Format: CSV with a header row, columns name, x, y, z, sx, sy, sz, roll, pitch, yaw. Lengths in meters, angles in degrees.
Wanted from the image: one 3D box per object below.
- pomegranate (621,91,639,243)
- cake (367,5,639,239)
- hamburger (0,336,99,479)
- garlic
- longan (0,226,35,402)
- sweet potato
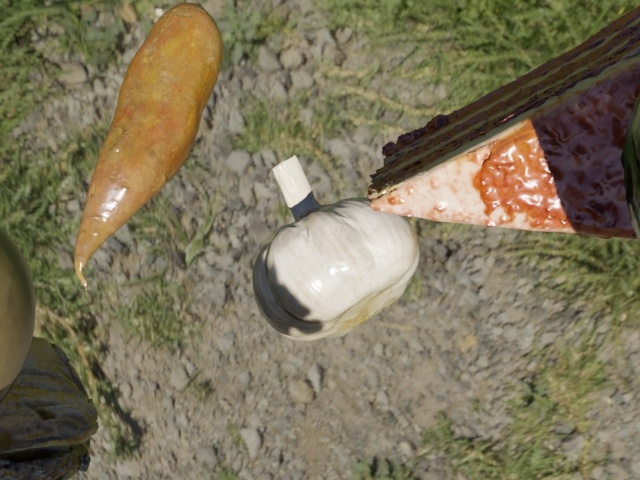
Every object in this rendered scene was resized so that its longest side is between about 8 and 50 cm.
name,x,y,z,sx,sy,sz,roll,pitch,yaw
pomegranate,0.239,-0.030,0.364,0.254,0.270,0.254,-1,85,17
cake,0.163,-0.090,0.616,0.262,0.158,0.160,6,113,9
hamburger,-0.452,0.250,1.342,0.259,0.283,0.145,7,111,-29
garlic,0.000,0.000,1.139,0.218,0.218,0.212,-24,73,-17
longan,-0.442,0.074,0.996,0.297,0.297,0.297,3,69,-8
sweet potato,-0.099,-0.059,0.547,0.056,0.056,0.195,18,63,-2
